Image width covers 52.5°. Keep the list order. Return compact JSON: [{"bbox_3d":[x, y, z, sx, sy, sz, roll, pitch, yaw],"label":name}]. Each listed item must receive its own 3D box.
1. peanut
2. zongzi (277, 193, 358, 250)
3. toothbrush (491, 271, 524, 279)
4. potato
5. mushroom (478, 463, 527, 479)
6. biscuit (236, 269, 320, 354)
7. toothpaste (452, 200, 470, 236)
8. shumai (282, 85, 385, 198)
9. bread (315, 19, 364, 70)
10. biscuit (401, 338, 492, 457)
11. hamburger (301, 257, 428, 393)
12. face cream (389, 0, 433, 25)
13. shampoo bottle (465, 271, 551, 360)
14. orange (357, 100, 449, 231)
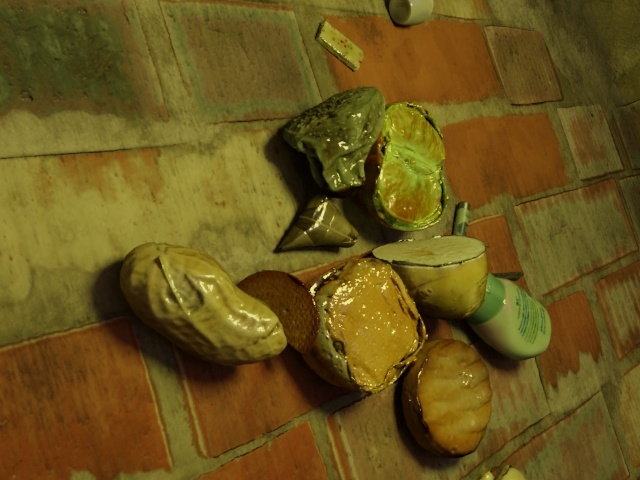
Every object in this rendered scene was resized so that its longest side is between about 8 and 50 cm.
[{"bbox_3d":[-0.222,0.126,1.224,0.174,0.158,0.340,-45,115,0],"label":"peanut"},{"bbox_3d":[0.000,0.000,1.517,0.160,0.078,0.176,42,63,-23],"label":"zongzi"},{"bbox_3d":[0.522,0.106,1.958,0.297,0.030,0.030,1,65,-40],"label":"toothbrush"},{"bbox_3d":[0.274,0.107,1.615,0.299,0.246,0.196,-6,104,-17],"label":"potato"},{"bbox_3d":[0.467,0.653,1.677,0.154,0.122,0.154,-37,142,-36],"label":"mushroom"},{"bbox_3d":[-0.077,0.133,1.343,0.206,0.025,0.126,38,92,11],"label":"biscuit"},{"bbox_3d":[0.403,-0.005,1.888,0.062,0.039,0.239,34,58,-36],"label":"toothpaste"},{"bbox_3d":[0.058,-0.231,1.545,0.260,0.225,0.222,-40,114,-18],"label":"shumai"},{"bbox_3d":[0.054,-0.529,1.766,0.153,0.028,0.068,33,59,-27],"label":"bread"},{"bbox_3d":[0.315,0.395,1.637,0.296,0.102,0.296,11,73,-37],"label":"biscuit"},{"bbox_3d":[0.084,0.192,1.454,0.318,0.158,0.319,10,71,-29],"label":"hamburger"},{"bbox_3d":[0.272,-0.705,1.952,0.104,0.117,0.117,-27,94,-33],"label":"face cream"},{"bbox_3d":[0.490,0.192,1.820,0.349,0.151,0.222,33,51,-29],"label":"shampoo bottle"},{"bbox_3d":[0.204,-0.177,1.667,0.262,0.196,0.334,7,67,-25],"label":"orange"}]
